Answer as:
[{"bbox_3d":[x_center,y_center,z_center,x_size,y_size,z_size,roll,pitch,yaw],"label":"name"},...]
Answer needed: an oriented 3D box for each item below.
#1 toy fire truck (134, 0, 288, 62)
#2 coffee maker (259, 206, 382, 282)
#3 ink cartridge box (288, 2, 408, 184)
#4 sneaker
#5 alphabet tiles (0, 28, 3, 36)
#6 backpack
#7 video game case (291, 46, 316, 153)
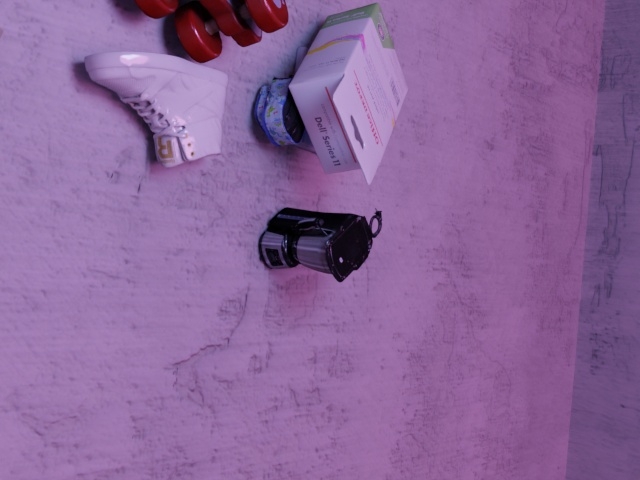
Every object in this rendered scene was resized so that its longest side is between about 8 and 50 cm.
[{"bbox_3d":[-0.184,-0.459,1.519,0.302,0.169,0.253,41,35,-51],"label":"toy fire truck"},{"bbox_3d":[0.000,0.000,1.786,0.171,0.178,0.120,-17,109,-48],"label":"coffee maker"},{"bbox_3d":[0.052,-0.270,1.763,0.353,0.119,0.207,-67,142,-48],"label":"ink cartridge box"},{"bbox_3d":[-0.252,-0.202,1.494,0.293,0.108,0.169,3,89,-54],"label":"sneaker"},{"bbox_3d":[-0.537,-0.255,1.194,0.237,0.009,0.198,39,64,-48],"label":"alphabet tiles"},{"bbox_3d":[-0.071,-0.235,1.741,0.105,0.084,0.114,54,41,-48],"label":"backpack"},{"bbox_3d":[0.012,-0.269,1.901,0.212,0.023,0.193,13,83,-53],"label":"video game case"}]
